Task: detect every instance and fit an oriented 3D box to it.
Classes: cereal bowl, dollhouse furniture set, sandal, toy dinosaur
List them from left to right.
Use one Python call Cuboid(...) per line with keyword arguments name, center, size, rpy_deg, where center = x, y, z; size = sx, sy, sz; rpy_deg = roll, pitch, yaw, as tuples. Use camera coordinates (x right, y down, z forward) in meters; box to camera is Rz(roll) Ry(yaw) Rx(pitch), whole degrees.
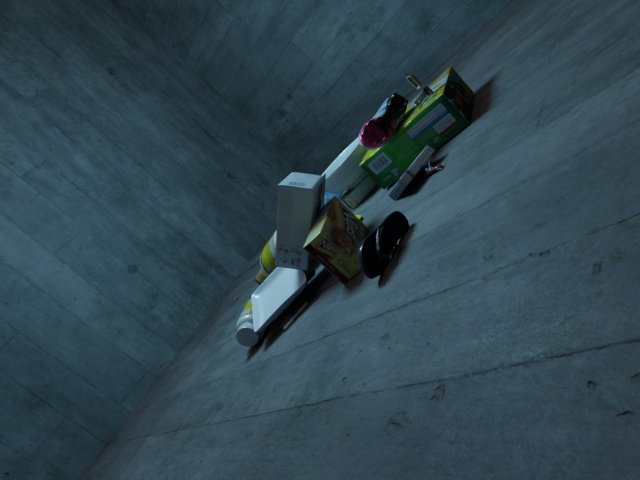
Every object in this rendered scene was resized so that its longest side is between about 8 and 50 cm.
Cuboid(name="cereal bowl", center=(0.143, -0.346, 2.130), size=(0.339, 0.141, 0.339), rpy_deg=(-44, 11, 11))
Cuboid(name="sandal", center=(0.183, -0.001, 1.262), size=(0.054, 0.097, 0.254), rpy_deg=(-32, 19, 53))
Cuboid(name="dollhouse furniture set", center=(0.354, -0.571, 1.718), size=(0.081, 0.114, 0.091), rpy_deg=(-53, 16, -6))
Cuboid(name="toy dinosaur", center=(0.388, -0.242, 1.532), size=(0.082, 0.047, 0.090), rpy_deg=(-127, 47, -70))

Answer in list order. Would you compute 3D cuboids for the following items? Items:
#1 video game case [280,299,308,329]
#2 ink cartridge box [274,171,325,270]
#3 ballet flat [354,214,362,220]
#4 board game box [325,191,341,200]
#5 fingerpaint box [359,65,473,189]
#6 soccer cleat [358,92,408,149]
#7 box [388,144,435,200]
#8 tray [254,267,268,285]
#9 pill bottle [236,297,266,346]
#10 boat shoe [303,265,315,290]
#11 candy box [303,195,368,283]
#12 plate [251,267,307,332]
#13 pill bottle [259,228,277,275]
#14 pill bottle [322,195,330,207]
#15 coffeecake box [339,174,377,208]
Cuboid(name="video game case", center=(-0.096, 0.266, 1.604), size=(0.122, 0.011, 0.087), rpy_deg=(-49, 11, -10))
Cuboid(name="ink cartridge box", center=(-0.070, -0.085, 1.663), size=(0.272, 0.130, 0.309), rpy_deg=(-62, -22, -67))
Cuboid(name="ballet flat", center=(0.073, -0.045, 1.874), size=(0.231, 0.077, 0.077), rpy_deg=(-43, 11, 22))
Cuboid(name="board game box", center=(-0.015, -0.193, 2.741), size=(0.316, 0.064, 0.242), rpy_deg=(-33, 18, 51))
Cuboid(name="fingerpaint box", center=(0.408, -0.469, 1.866), size=(0.445, 0.163, 0.371), rpy_deg=(-38, 15, 37))
Cuboid(name="soccer cleat", center=(0.243, -0.444, 1.760), size=(0.331, 0.116, 0.143), rpy_deg=(-53, -2, -29))
Cuboid(name="box", center=(0.329, -0.244, 1.617), size=(0.186, 0.038, 0.145), rpy_deg=(-51, -5, -16))
Cuboid(name="tray", center=(-0.243, 0.095, 2.585), size=(0.203, 0.076, 0.411), rpy_deg=(-43, 11, 22))
Cuboid(name="pill bottle", center=(-0.267, 0.325, 1.765), size=(0.117, 0.117, 0.208), rpy_deg=(-43, 11, 19))
Cuboid(name="boat shoe", center=(-0.093, 0.174, 1.757), size=(0.228, 0.069, 0.081), rpy_deg=(-37, 24, 32))
Cuboid(name="candy box", center=(0.063, -0.012, 1.524), size=(0.087, 0.183, 0.316), rpy_deg=(-41, 13, 25))
Cuboid(name="plate", center=(-0.155, 0.192, 1.694), size=(0.277, 0.045, 0.278), rpy_deg=(-47, 24, 10))
Cuboid(name="pill bottle", center=(-0.142, 0.034, 2.004), size=(0.188, 0.188, 0.334), rpy_deg=(-55, 5, -35))
Cuboid(name="pill bottle", center=(-0.064, -0.116, 2.371), size=(0.176, 0.176, 0.318), rpy_deg=(-35, 17, 47))
Cuboid(name="coffeecake box", center=(0.189, -0.246, 2.158), size=(0.185, 0.068, 0.142), rpy_deg=(-47, 10, 1))
